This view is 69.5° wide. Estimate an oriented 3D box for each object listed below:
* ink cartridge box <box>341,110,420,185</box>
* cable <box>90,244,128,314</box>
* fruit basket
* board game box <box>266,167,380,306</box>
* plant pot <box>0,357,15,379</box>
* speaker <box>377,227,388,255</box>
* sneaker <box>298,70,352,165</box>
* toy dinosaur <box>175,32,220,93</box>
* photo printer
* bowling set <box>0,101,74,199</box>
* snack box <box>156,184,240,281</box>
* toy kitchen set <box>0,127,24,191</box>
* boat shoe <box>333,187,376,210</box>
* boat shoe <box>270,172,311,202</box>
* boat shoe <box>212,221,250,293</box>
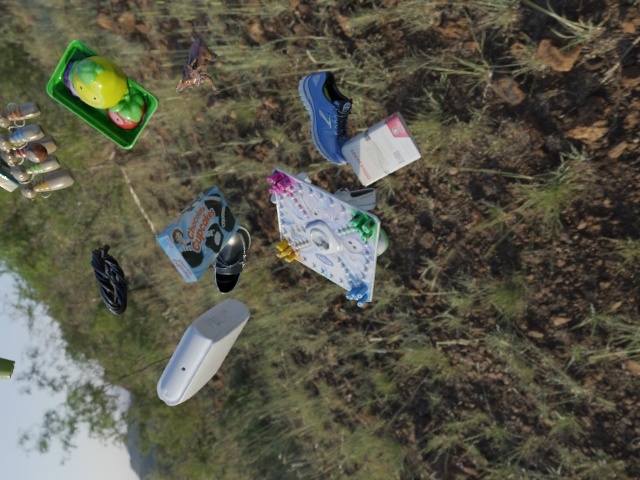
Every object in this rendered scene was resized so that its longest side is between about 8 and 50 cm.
[{"bbox_3d":[0.203,-0.305,1.547,0.218,0.092,0.158,-27,111,23],"label":"ink cartridge box"},{"bbox_3d":[-0.529,0.104,1.170,0.150,0.047,0.184,-146,43,-70],"label":"cable"},{"bbox_3d":[-0.805,-0.545,1.700,0.283,0.392,0.392,-49,57,17],"label":"fruit basket"},{"bbox_3d":[0.000,0.000,1.466,0.390,0.050,0.389,29,144,26],"label":"board game box"},{"bbox_3d":[-0.914,0.362,1.303,0.083,0.079,0.083,-42,40,49],"label":"plant pot"},{"bbox_3d":[0.119,0.025,1.748,0.131,0.297,0.131,18,115,46],"label":"speaker"},{"bbox_3d":[0.042,-0.416,1.574,0.147,0.130,0.329,-8,110,41],"label":"sneaker"},{"bbox_3d":[-0.485,-0.708,1.823,0.200,0.127,0.295,63,-153,-84],"label":"toy dinosaur"},{"bbox_3d":[-0.363,0.348,1.421,0.107,0.256,0.307,35,112,8],"label":"photo printer"},{"bbox_3d":[-0.856,-0.258,1.325,0.200,0.154,0.286,-147,37,-71],"label":"bowling set"},{"bbox_3d":[-0.409,-0.031,1.587,0.060,0.321,0.187,-10,121,28],"label":"snack box"},{"bbox_3d":[-1.152,-0.319,1.704,0.207,0.166,0.122,48,178,35],"label":"toy kitchen set"},{"bbox_3d":[0.093,-0.159,1.785,0.096,0.268,0.088,-121,30,-61],"label":"boat shoe"},{"bbox_3d":[-0.119,-0.208,1.899,0.066,0.184,0.063,54,-174,38],"label":"boat shoe"},{"bbox_3d":[-0.472,0.098,2.414,0.500,0.187,0.155,113,154,-43],"label":"boat shoe"}]
